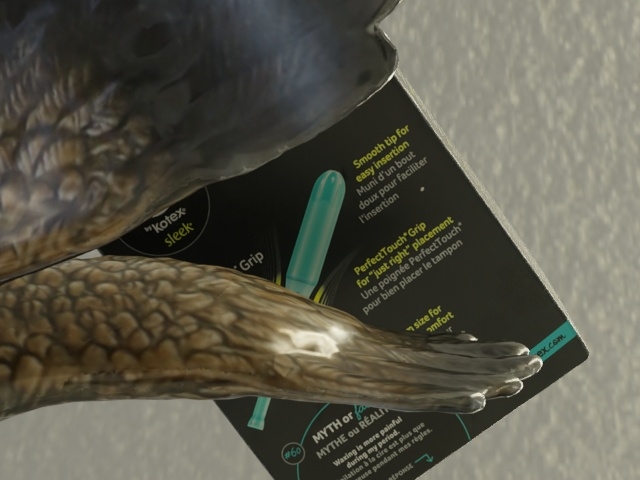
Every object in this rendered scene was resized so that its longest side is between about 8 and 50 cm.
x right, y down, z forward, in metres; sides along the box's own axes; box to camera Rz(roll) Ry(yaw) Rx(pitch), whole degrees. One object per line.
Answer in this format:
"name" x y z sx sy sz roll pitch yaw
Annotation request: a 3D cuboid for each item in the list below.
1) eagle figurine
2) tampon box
"eagle figurine" -0.108 0.023 0.502 0.298 0.226 0.225 -36 -85 -10
"tampon box" 0.000 0.000 0.696 0.120 0.101 0.161 -35 -78 5
